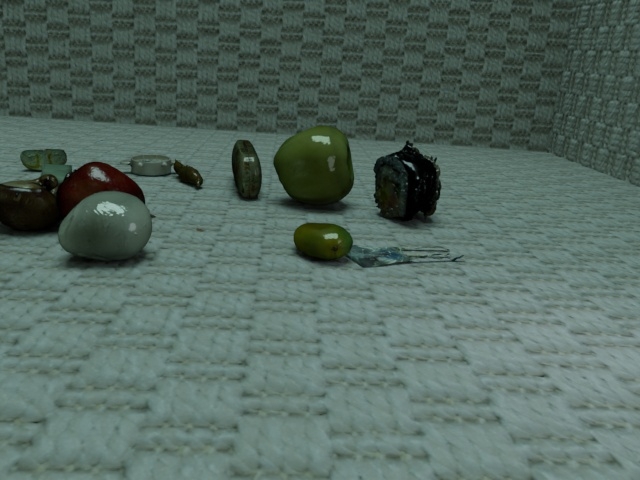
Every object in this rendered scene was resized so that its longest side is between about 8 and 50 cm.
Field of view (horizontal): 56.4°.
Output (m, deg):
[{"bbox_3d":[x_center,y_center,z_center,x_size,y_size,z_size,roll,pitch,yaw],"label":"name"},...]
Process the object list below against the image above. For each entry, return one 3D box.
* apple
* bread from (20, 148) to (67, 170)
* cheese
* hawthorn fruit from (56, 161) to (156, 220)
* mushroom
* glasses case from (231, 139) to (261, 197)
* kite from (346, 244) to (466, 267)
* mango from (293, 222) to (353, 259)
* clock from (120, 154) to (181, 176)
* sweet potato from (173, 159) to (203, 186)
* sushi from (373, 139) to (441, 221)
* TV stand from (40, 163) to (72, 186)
[{"bbox_3d":[-0.012,-0.243,1.995,0.279,0.279,0.279,4,17,-1],"label":"apple"},{"bbox_3d":[-1.046,-0.305,2.235,0.094,0.083,0.157,14,17,38],"label":"bread"},{"bbox_3d":[-0.485,-0.036,1.377,0.189,0.154,0.198,9,16,-3],"label":"cheese"},{"bbox_3d":[-0.558,-0.098,1.561,0.251,0.189,0.189,25,15,-7],"label":"hawthorn fruit"},{"bbox_3d":[-0.764,-0.093,1.556,0.194,0.138,0.231,-8,5,4],"label":"mushroom"},{"bbox_3d":[-0.272,-0.267,2.175,0.098,0.156,0.425,-1,18,-11],"label":"glasses case"},{"bbox_3d":[0.213,0.031,1.565,0.310,0.015,0.169,-2,17,-18],"label":"kite"},{"bbox_3d":[-0.001,0.001,1.506,0.122,0.085,0.191,-23,20,-36],"label":"mango"},{"bbox_3d":[-0.659,-0.290,2.324,0.229,0.063,0.155,-5,22,-19],"label":"clock"},{"bbox_3d":[-0.497,-0.249,2.217,0.067,0.067,0.274,-7,25,-33],"label":"sweet potato"},{"bbox_3d":[0.300,-0.179,1.919,0.219,0.238,0.225,-2,35,-37],"label":"sushi"},{"bbox_3d":[-0.826,-0.174,1.865,0.088,0.082,0.269,0,17,-20],"label":"TV stand"}]
